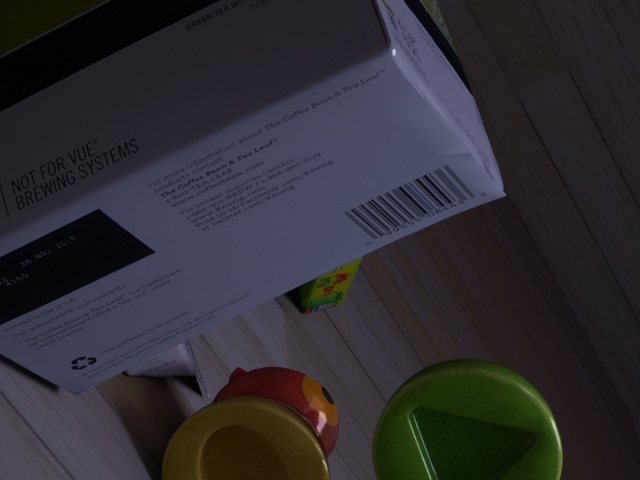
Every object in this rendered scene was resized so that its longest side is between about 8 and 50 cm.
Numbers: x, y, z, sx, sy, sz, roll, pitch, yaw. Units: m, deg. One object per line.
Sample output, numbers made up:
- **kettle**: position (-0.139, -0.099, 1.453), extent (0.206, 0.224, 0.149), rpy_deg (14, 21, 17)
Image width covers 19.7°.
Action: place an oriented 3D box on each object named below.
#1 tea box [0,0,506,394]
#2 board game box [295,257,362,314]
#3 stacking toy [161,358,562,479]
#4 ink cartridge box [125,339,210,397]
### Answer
- **tea box**: position (-0.106, -0.131, 1.167), extent (0.220, 0.329, 0.323), rpy_deg (42, 27, -59)
- **board game box**: position (0.000, 0.000, 1.796), extent (0.181, 0.043, 0.092), rpy_deg (110, -35, -70)
- **stacking toy**: position (0.064, 0.208, 1.355), extent (0.130, 0.279, 0.309), rpy_deg (-67, 136, -70)
- **ink cartridge box**: position (-0.147, 0.020, 1.399), extent (0.225, 0.056, 0.181), rpy_deg (84, -14, -71)
